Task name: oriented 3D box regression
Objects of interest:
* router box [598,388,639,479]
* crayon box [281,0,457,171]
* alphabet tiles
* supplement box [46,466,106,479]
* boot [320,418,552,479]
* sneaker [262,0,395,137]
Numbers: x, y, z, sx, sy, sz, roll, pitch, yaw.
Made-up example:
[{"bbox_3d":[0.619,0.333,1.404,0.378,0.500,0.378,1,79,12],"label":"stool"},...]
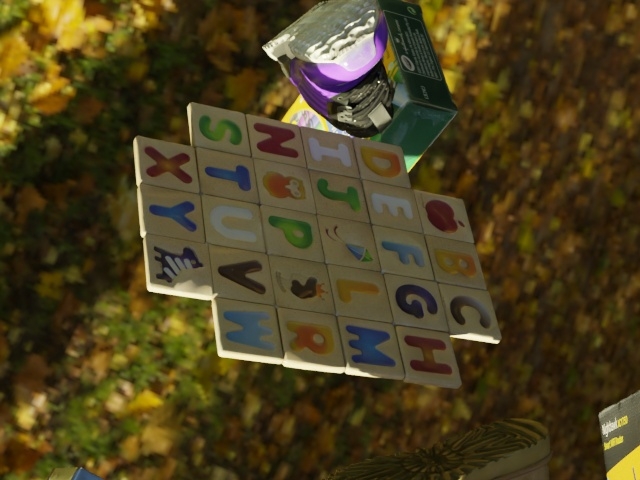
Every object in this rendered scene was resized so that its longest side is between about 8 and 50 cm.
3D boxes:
[{"bbox_3d":[0.194,0.141,0.693,0.179,0.046,0.133,99,-13,-74],"label":"router box"},{"bbox_3d":[0.042,-0.144,1.795,0.083,0.203,0.323,10,137,-29],"label":"crayon box"},{"bbox_3d":[0.000,0.000,1.205,0.011,0.342,0.285,-56,-146,42],"label":"alphabet tiles"},{"bbox_3d":[-0.184,0.227,1.082,0.083,0.083,0.056,33,68,-19],"label":"supplement box"},{"bbox_3d":[0.110,0.302,1.072,0.236,0.089,0.269,-12,103,-22],"label":"boot"},{"bbox_3d":[0.035,-0.176,1.412,0.102,0.293,0.146,-36,104,-3],"label":"sneaker"}]
